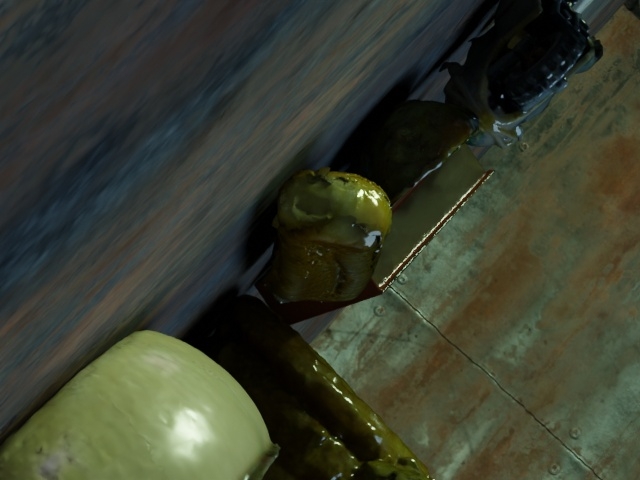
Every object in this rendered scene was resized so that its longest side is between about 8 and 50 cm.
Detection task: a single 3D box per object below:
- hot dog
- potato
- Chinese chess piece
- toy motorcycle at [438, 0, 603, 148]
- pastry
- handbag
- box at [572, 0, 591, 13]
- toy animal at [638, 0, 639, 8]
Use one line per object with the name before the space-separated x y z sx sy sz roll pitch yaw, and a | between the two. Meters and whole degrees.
hot dog | 0.001 0.000 1.151 0.083 0.068 0.289 -6 170 -5
potato | 0.058 -0.068 1.266 0.119 0.054 0.198 -42 -178 10
Chinese chess piece | -0.144 0.175 0.976 0.270 0.112 0.270 -47 176 -4
toy motorcycle | 0.156 -0.147 1.368 0.130 0.094 0.229 -45 -170 22
pastry | -0.021 0.163 1.322 0.132 0.235 0.240 -44 165 -4
handbag | 0.047 -0.012 1.405 0.127 0.063 0.190 -22 -162 46
box | 0.280 -0.280 1.708 0.154 0.040 0.084 -52 172 35
toy animal | 0.380 -0.271 1.506 0.289 0.249 0.174 -29 146 -26
